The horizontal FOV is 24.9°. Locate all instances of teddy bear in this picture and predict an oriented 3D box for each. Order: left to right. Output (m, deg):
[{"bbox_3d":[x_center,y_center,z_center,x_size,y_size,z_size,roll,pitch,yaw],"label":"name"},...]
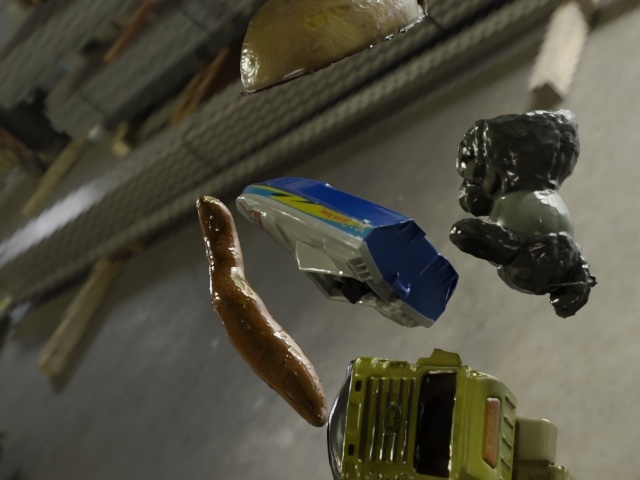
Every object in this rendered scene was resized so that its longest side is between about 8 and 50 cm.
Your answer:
[{"bbox_3d":[0.218,-0.037,1.690,0.144,0.171,0.251,-25,56,59],"label":"teddy bear"}]

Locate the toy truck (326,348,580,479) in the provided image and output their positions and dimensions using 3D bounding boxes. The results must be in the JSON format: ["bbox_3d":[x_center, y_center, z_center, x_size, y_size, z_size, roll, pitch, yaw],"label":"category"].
[{"bbox_3d":[0.171,0.272,1.770,0.254,0.405,0.181,-5,66,21],"label":"toy truck"}]

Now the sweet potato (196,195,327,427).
[{"bbox_3d":[-0.045,0.050,0.950,0.044,0.179,0.044,-27,-23,-12],"label":"sweet potato"}]

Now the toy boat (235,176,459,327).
[{"bbox_3d":[0.000,0.000,1.411,0.088,0.129,0.295,-50,36,-12],"label":"toy boat"}]

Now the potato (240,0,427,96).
[{"bbox_3d":[0.021,-0.251,1.546,0.261,0.100,0.120,-31,15,-37],"label":"potato"}]
